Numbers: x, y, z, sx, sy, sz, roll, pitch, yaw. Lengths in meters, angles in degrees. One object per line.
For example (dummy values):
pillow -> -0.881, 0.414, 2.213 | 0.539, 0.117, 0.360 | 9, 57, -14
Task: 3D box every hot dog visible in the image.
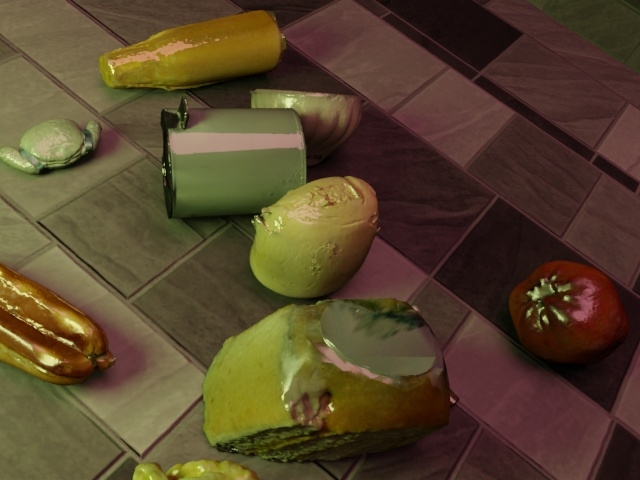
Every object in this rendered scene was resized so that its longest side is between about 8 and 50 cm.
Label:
hot dog -> -0.487, 0.132, 1.083 | 0.338, 0.100, 0.135 | 28, 56, 3

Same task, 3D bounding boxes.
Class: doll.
doll -> -0.535, -0.193, 1.347 | 0.214, 0.071, 0.103 | -27, 65, -33

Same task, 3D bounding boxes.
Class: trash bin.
trash bin -> -0.178, -0.156, 1.342 | 0.263, 0.277, 0.217 | -4, 46, -16

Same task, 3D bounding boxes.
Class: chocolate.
chocolate -> -0.309, -0.446, 1.610 | 0.446, 0.162, 0.162 | -21, 62, -29

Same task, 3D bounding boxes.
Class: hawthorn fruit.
hawthorn fruit -> 0.537, 0.166, 1.407 | 0.261, 0.224, 0.224 | 30, 44, -25

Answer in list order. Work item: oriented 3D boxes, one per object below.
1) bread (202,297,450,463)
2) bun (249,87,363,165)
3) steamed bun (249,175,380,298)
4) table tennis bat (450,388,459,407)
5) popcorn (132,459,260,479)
bread -> 0.019, 0.219, 1.104 | 0.396, 0.264, 0.239 | 1, 59, -21
bun -> -0.035, -0.259, 1.552 | 0.263, 0.174, 0.263 | 3, 12, -1
steamed bun -> 0.000, 0.000, 1.297 | 0.273, 0.232, 0.166 | -18, 64, -37
table tennis bat -> 0.183, 0.233, 1.326 | 0.131, 0.022, 0.234 | -25, 63, -36
popcorn -> -0.168, 0.411, 0.922 | 0.255, 0.195, 0.256 | 52, 33, 15
